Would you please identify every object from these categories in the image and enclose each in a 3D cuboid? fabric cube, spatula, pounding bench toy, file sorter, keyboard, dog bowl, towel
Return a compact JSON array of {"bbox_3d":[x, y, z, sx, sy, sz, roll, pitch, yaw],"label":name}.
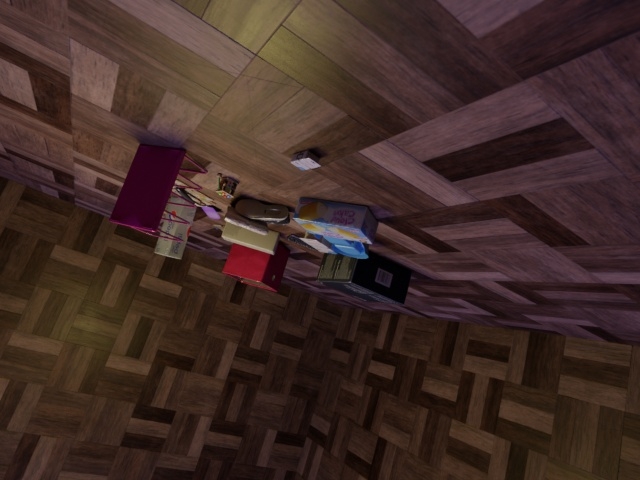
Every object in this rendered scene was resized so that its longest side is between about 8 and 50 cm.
[{"bbox_3d":[-0.353,0.118,2.333,0.259,0.258,0.254,13,164,20],"label":"fabric cube"},{"bbox_3d":[-0.571,-0.172,1.913,0.084,0.030,0.296,9,163,27],"label":"spatula"},{"bbox_3d":[-0.356,-0.199,1.513,0.052,0.065,0.083,4,160,45],"label":"pounding bench toy"},{"bbox_3d":[-0.555,-0.159,1.455,0.202,0.290,0.182,11,168,24],"label":"file sorter"},{"bbox_3d":[-0.083,0.015,2.096,0.180,0.023,0.108,23,165,-17],"label":"keyboard"},{"bbox_3d":[0.098,-0.008,1.684,0.166,0.074,0.297,8,162,34],"label":"dog bowl"},{"bbox_3d":[-0.317,-0.090,1.768,0.187,0.049,0.282,20,-174,-15],"label":"towel"}]

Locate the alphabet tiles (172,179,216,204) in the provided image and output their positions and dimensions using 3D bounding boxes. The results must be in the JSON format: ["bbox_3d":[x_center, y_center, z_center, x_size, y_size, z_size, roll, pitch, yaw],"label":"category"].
[{"bbox_3d":[-0.598,-0.214,1.864,0.198,0.009,0.237,4,160,42],"label":"alphabet tiles"}]

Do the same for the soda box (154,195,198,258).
[{"bbox_3d":[-0.690,-0.061,1.973,0.091,0.286,0.098,11,172,25],"label":"soda box"}]

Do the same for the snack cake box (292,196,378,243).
[{"bbox_3d":[0.056,-0.070,1.466,0.265,0.089,0.152,10,164,27],"label":"snack cake box"}]

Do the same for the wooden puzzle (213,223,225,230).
[{"bbox_3d":[-0.568,-0.074,2.358,0.116,0.014,0.078,9,159,31],"label":"wooden puzzle"}]

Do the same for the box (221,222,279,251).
[{"bbox_3d":[-0.352,-0.022,2.099,0.275,0.113,0.094,18,167,1],"label":"box"}]

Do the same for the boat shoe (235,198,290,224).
[{"bbox_3d":[-0.235,-0.109,1.673,0.233,0.083,0.079,12,161,14],"label":"boat shoe"}]

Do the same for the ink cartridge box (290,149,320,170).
[{"bbox_3d":[-0.037,-0.220,1.125,0.048,0.028,0.083,28,163,-37],"label":"ink cartridge box"}]

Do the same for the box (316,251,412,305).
[{"bbox_3d":[0.212,0.180,2.050,0.343,0.178,0.313,25,163,-28],"label":"box"}]

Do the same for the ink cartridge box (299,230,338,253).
[{"bbox_3d":[0.000,0.000,1.857,0.104,0.060,0.180,8,163,37],"label":"ink cartridge box"}]

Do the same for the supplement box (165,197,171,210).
[{"bbox_3d":[-0.765,-0.170,2.096,0.078,0.080,0.233,2,157,41],"label":"supplement box"}]
